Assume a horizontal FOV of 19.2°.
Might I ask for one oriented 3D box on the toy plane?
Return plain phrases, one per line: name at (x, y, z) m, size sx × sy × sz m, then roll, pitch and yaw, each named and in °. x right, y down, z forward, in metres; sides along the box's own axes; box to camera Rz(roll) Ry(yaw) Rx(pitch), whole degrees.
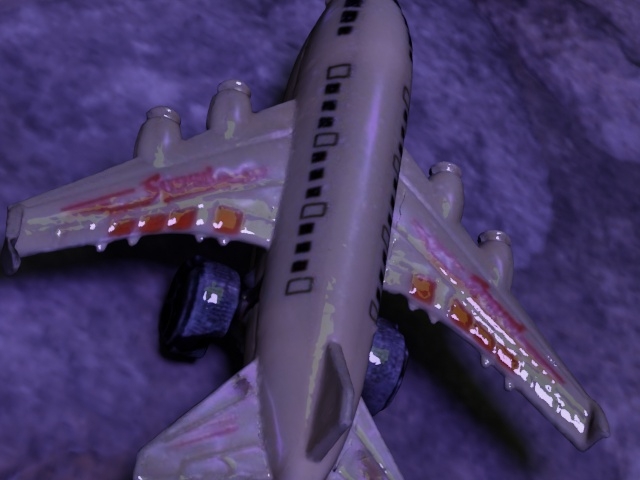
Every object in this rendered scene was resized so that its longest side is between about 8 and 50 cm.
toy plane at (0.000, 0.000, 0.692) m, size 0.229 × 0.092 × 0.244 m, roll 20°, pitch 46°, yaw -16°
